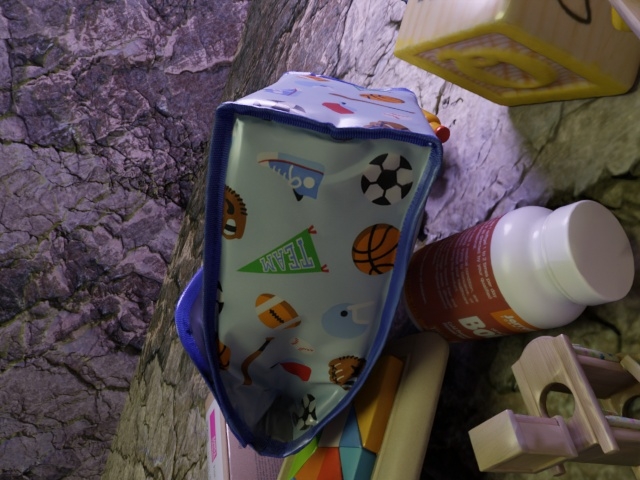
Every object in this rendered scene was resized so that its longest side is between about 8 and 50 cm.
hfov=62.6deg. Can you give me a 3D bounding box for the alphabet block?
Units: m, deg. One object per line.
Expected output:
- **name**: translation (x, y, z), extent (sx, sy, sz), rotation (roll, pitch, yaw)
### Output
- **alphabet block**: translation (0.224, -0.275, 0.570), extent (0.193, 0.193, 0.197), rotation (21, 96, 66)

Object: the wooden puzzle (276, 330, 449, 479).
- **wooden puzzle**: translation (0.031, 0.216, 0.606), extent (0.239, 0.044, 0.220), rotation (-29, 32, 54)

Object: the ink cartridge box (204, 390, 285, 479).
- **ink cartridge box**: translation (-0.080, 0.344, 0.848), extent (0.088, 0.193, 0.234), rotation (-59, 29, 30)

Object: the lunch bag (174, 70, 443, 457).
- **lunch bag**: translation (-0.016, 0.012, 0.642), extent (0.327, 0.239, 0.385), rotation (-71, -9, -65)

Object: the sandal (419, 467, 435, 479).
- **sandal**: translation (0.162, 0.335, 0.492), extent (0.446, 0.107, 0.167), rotation (12, 86, 52)

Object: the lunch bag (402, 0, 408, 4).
- **lunch bag**: translation (0.189, -0.527, 0.892), extent (0.176, 0.090, 0.218), rotation (-1, 75, 64)

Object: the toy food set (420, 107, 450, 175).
- **toy food set**: translation (0.097, -0.089, 0.799), extent (0.232, 0.111, 0.104), rotation (-39, 32, 3)

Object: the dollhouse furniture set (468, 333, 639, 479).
- **dollhouse furniture set**: translation (0.221, 0.094, 0.381), extent (0.161, 0.182, 0.101), rotation (-52, 33, 40)

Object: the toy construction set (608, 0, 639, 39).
- **toy construction set**: translation (0.240, -0.257, 0.349), extent (0.257, 0.309, 0.237), rotation (-54, 52, 21)

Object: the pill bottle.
- **pill bottle**: translation (0.192, 0.036, 0.543), extent (0.216, 0.121, 0.121), rotation (-30, 51, 57)

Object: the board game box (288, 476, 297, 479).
- **board game box**: translation (-0.003, 0.411, 0.563), extent (0.242, 0.064, 0.316), rotation (46, 146, 22)
